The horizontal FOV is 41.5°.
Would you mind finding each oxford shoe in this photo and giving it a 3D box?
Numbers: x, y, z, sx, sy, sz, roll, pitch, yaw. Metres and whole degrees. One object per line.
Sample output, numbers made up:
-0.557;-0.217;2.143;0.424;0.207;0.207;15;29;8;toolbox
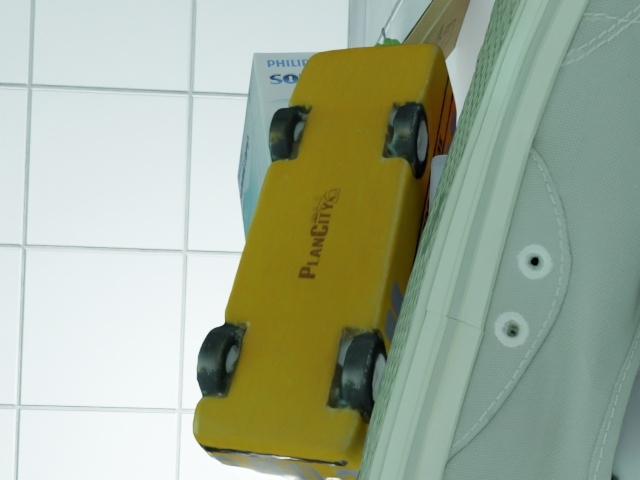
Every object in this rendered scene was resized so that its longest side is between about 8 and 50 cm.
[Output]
0.135;-0.051;0.432;0.169;0.130;0.449;66;-140;-83;oxford shoe

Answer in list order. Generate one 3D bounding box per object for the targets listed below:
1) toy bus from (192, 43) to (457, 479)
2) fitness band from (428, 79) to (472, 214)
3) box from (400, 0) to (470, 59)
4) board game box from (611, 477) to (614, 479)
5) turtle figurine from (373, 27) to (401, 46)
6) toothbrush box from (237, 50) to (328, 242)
0.018;0.006;0.593;0.130;0.108;0.332;64;-146;-52;toy bus
0.125;0.018;0.657;0.209;0.054;0.290;-6;-81;-73;fitness band
0.111;-0.198;0.928;0.201;0.021;0.164;-57;-11;-23;box
0.158;0.271;0.570;0.136;0.030;0.259;179;93;-85;board game box
0.049;-0.283;1.471;0.266;0.198;0.274;133;136;-80;turtle figurine
0.000;0.000;0.807;0.216;0.126;0.295;107;156;-59;toothbrush box
